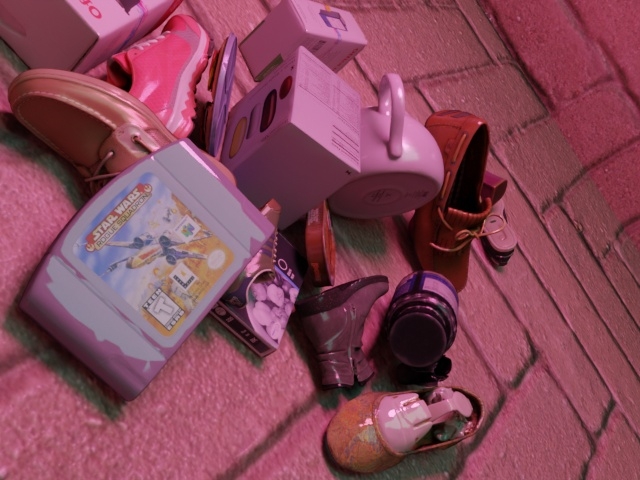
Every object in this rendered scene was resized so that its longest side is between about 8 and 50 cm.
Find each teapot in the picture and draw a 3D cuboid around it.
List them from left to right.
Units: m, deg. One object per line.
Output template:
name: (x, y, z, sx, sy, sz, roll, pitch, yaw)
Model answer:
teapot: (0.102, -0.165, 1.378, 0.252, 0.256, 0.187, 21, 57, -51)

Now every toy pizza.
toy pizza: (-0.164, -0.229, 1.186, 0.032, 0.201, 0.201, 10, 46, -4)

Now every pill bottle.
pill bottle: (0.175, 0.134, 1.293, 0.123, 0.122, 0.219, 54, 17, -3)

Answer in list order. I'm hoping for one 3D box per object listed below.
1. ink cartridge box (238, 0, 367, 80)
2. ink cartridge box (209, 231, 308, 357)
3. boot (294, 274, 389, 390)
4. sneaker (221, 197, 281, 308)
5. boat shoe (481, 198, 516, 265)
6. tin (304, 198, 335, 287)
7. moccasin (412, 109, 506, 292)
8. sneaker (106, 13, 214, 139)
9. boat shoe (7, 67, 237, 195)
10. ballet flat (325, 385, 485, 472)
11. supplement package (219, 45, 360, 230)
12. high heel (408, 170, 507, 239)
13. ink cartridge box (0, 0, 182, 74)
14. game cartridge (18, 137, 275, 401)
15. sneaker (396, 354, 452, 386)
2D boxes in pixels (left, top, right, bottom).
ink cartridge box: (-0.031, -0.389, 1.492, 0.212, 0.154, 0.093, -6, 66, -52)
ink cartridge box: (-0.121, 0.037, 1.123, 0.208, 0.045, 0.206, 43, 36, -17)
boot: (0.052, 0.152, 1.234, 0.246, 0.083, 0.161, -15, 87, -55)
sneaker: (-0.095, 0.023, 1.070, 0.086, 0.064, 0.192, 48, 43, -9)
boat shoe: (0.424, -0.039, 1.861, 0.079, 0.084, 0.233, 78, 3, -47)
tin: (0.000, 0.000, 1.254, 0.190, 0.040, 0.106, -87, 171, -56)
moccasin: (0.275, -0.064, 1.477, 0.139, 0.147, 0.380, -13, 117, -38)
sneaker: (-0.253, -0.265, 1.147, 0.136, 0.116, 0.314, 30, 41, -31)
boat shoe: (-0.256, -0.104, 1.001, 0.341, 0.121, 0.110, 29, 46, -31)
ballet flat: (0.151, 0.285, 1.192, 0.348, 0.123, 0.123, 7, 57, -48)
supplement package: (-0.050, -0.168, 1.247, 0.149, 0.194, 0.203, 34, 39, -29)
high heel: (0.264, -0.098, 1.712, 0.181, 0.127, 0.377, 28, 32, 30)
ink cartridge box: (-0.356, -0.392, 1.112, 0.226, 0.131, 0.306, 47, 33, -14)
game cartridge: (-0.208, 0.019, 0.918, 0.198, 0.062, 0.297, 48, 60, -18)
sneaker: (0.195, 0.223, 1.307, 0.170, 0.089, 0.051, -9, 86, -57)
